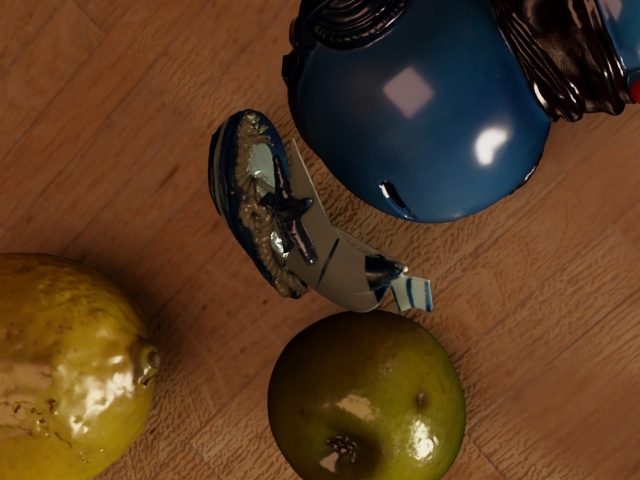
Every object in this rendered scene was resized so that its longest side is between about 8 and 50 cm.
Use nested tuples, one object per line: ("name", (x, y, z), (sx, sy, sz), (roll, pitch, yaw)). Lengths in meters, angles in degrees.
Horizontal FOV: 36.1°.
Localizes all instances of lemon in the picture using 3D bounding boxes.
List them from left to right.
("lemon", (-0.297, 0.136, 0.999), (0.310, 0.253, 0.254), (-5, 97, 17))

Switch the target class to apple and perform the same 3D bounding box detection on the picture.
("apple", (0.042, 0.163, 0.944), (0.196, 0.157, 0.197), (6, 109, 19))

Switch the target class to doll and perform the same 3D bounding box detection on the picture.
("doll", (0.125, -0.146, 0.827), (0.309, 0.284, 0.240), (-19, 50, 23))

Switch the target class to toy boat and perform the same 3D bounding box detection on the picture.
("toy boat", (-0.016, -0.027, 0.900), (0.070, 0.291, 0.210), (-35, 108, -23))
